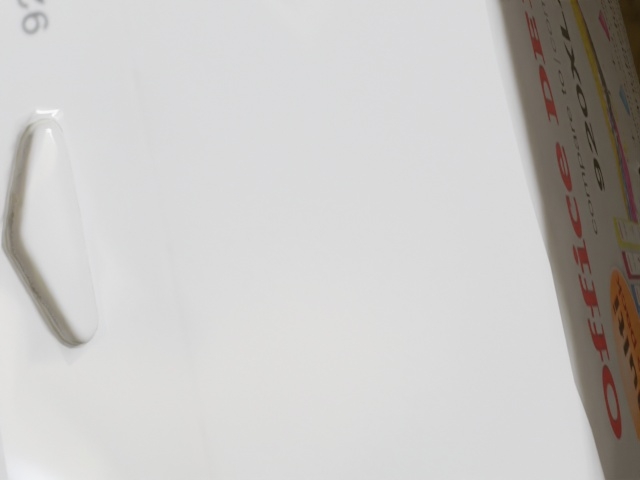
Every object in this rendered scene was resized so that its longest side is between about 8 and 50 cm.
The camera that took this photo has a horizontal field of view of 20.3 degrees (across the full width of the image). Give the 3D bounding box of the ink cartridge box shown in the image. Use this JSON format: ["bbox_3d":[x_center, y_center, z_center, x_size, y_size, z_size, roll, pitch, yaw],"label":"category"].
[{"bbox_3d":[0.000,0.000,0.485,0.232,0.168,0.171,8,-111,-72],"label":"ink cartridge box"}]
